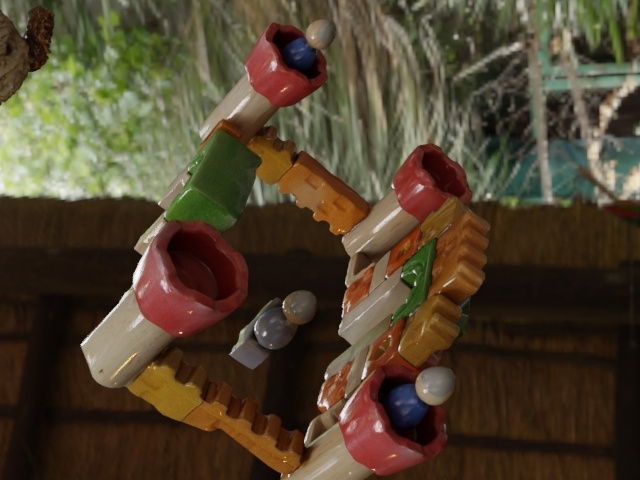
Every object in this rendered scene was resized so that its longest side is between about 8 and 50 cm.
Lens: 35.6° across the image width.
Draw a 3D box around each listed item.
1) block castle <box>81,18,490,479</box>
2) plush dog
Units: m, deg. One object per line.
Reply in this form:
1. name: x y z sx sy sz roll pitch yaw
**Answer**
1. block castle: 0.000 0.000 0.957 0.213 0.303 0.453 -43 -162 33
2. plush dog: -0.456 -0.262 1.222 0.262 0.225 0.210 -43 -154 -26
